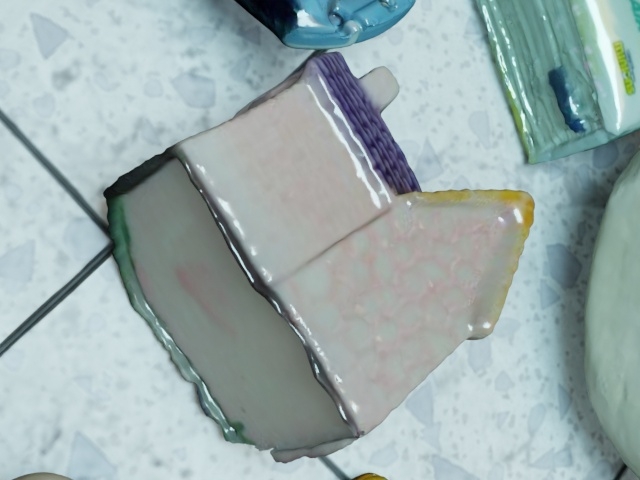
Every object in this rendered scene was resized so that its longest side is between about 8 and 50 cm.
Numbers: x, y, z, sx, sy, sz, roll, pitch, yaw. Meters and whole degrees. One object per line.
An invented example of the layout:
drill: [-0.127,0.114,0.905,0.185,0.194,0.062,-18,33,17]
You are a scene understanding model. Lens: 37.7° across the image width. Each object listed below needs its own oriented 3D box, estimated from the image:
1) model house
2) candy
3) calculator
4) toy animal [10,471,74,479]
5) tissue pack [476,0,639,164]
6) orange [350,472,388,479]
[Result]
model house: [0.000,0.000,0.711,0.237,0.202,0.237,-34,92,-31]
candy: [0.409,0.039,0.889,0.426,0.186,0.386,-18,111,-32]
calculator: [-0.046,-0.262,0.739,0.173,0.051,0.293,-37,72,-30]
toy animal: [-0.227,0.273,0.545,0.326,0.269,0.237,-25,75,14]
tissue pack: [0.340,-0.274,0.919,0.388,0.162,0.287,-22,96,-26]
orange: [0.043,0.237,0.766,0.086,0.062,0.086,21,34,-15]
